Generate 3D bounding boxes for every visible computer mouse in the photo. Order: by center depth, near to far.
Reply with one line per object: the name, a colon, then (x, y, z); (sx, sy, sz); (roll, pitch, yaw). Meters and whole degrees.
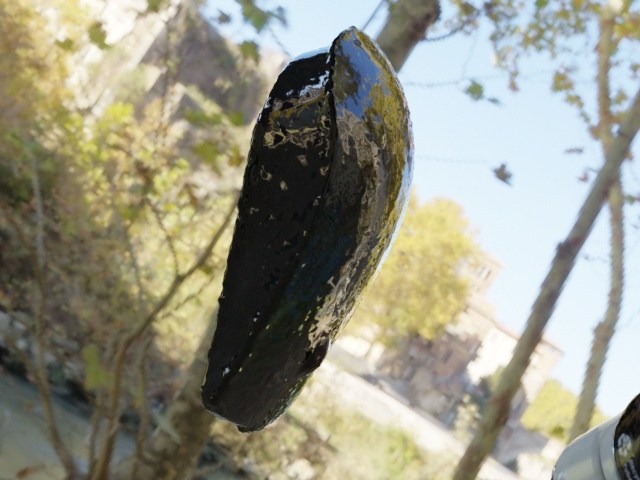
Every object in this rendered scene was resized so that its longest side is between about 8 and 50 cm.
computer mouse: (0.005, 0.001, 0.762); (0.087, 0.295, 0.168); (15, 1, 19)

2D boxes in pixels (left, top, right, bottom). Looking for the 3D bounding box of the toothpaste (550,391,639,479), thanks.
toothpaste: (0.122, 0.038, 0.266); (0.071, 0.045, 0.193); (45, -32, 5)
